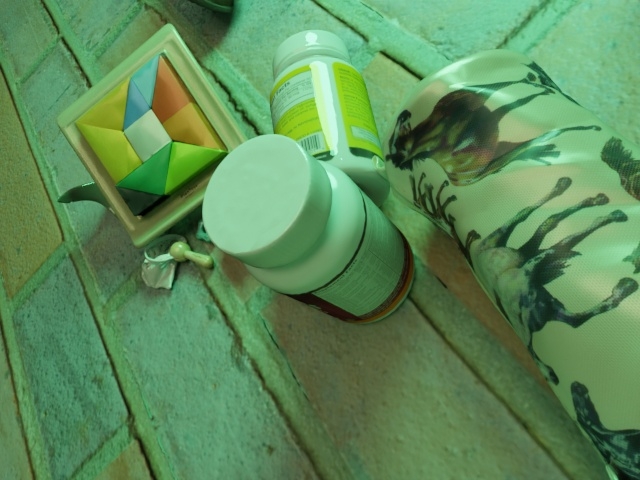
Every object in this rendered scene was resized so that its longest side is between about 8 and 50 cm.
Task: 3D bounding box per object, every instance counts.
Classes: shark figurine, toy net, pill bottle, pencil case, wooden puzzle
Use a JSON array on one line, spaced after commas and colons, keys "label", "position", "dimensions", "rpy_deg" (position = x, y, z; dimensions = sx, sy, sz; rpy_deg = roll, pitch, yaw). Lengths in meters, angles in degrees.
[{"label": "shark figurine", "position": [-0.278, -0.163, 0.750], "dimensions": [0.278, 0.116, 0.166], "rpy_deg": [-27, 58, 16]}, {"label": "toy net", "position": [-0.173, -0.015, 0.669], "dimensions": [0.232, 0.045, 0.122], "rpy_deg": [-27, 60, 18]}, {"label": "pill bottle", "position": [0.004, -0.134, 0.570], "dimensions": [0.119, 0.119, 0.209], "rpy_deg": [-20, 62, 22]}, {"label": "pencil case", "position": [0.200, 0.029, 0.369], "dimensions": [0.183, 0.160, 0.410], "rpy_deg": [-36, 58, 9]}, {"label": "wooden puzzle", "position": [-0.232, -0.142, 0.668], "dimensions": [0.220, 0.044, 0.239], "rpy_deg": [-34, 84, 11]}, {"label": "pill bottle", "position": [0.000, 0.000, 0.457], "dimensions": [0.121, 0.221, 0.121], "rpy_deg": [-11, 66, 26]}]

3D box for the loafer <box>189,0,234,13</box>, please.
[{"label": "loafer", "position": [-0.209, -0.543, 0.800], "dimensions": [0.130, 0.133, 0.366], "rpy_deg": [-33, 69, 43]}]
